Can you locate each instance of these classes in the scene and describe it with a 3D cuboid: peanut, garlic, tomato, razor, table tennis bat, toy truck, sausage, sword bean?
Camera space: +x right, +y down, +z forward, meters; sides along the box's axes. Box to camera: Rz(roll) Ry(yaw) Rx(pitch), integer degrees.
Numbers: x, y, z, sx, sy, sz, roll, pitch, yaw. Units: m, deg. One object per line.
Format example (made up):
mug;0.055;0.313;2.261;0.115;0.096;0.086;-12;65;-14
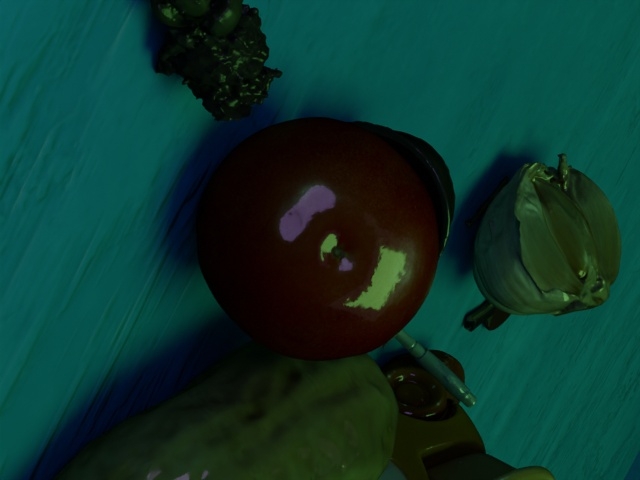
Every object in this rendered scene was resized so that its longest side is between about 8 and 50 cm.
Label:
peanut;-0.089;0.196;1.227;0.387;0.169;0.192;-26;174;-42
garlic;0.244;0.005;1.697;0.229;0.178;0.143;-15;175;-45
tomato;0.000;0.000;1.150;0.195;0.195;0.136;-60;-168;-1
razor;0.119;0.132;1.596;0.068;0.135;0.040;-51;-167;-18
table tennis bat;0.224;0.077;1.867;0.158;0.014;0.095;-30;143;-51
toy truck;0.072;0.268;1.506;0.288;0.211;0.204;-19;136;-33
sausage;0.112;0.168;1.680;0.179;0.089;0.089;-1;117;-66
sword bean;0.189;-0.043;1.676;0.083;0.012;0.012;-48;152;-29

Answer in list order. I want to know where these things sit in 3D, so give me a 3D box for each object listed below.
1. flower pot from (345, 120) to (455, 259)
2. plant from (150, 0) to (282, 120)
flower pot;0.048;-0.032;1.276;0.107;0.157;0.157;-35;147;-66
plant;-0.074;-0.146;1.003;0.174;0.087;0.085;77;18;-62
